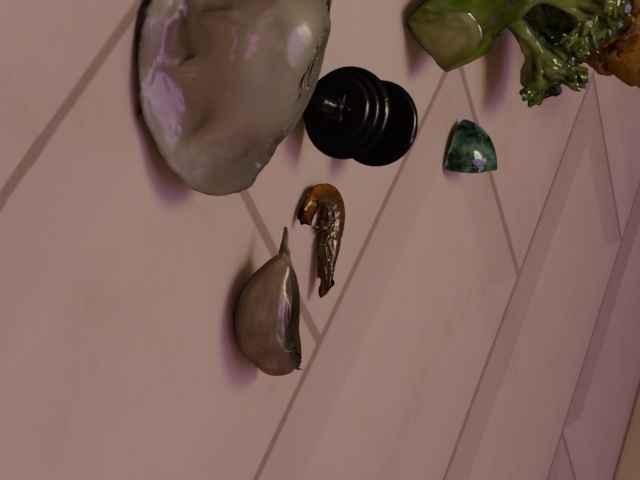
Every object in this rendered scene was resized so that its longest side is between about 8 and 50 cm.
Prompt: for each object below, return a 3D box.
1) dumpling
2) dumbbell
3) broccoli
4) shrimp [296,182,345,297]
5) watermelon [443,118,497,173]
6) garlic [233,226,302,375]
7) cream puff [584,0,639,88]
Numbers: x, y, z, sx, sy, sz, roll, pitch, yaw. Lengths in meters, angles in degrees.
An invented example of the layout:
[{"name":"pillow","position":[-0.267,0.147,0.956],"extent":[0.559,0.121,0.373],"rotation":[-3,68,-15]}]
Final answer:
[{"name":"dumpling","position":[-0.079,-0.164,1.004],"extent":[0.172,0.142,0.247],"rotation":[18,86,-26]},{"name":"dumbbell","position":[0.044,-0.132,1.244],"extent":[0.208,0.099,0.099],"rotation":[7,90,-63]},{"name":"broccoli","position":[0.267,-0.386,1.539],"extent":[0.397,0.275,0.353],"rotation":[0,78,-42]},{"name":"shrimp","position":[0.000,0.000,1.269],"extent":[0.091,0.025,0.127],"rotation":[5,87,-62]},{"name":"watermelon","position":[0.204,-0.126,1.616],"extent":[0.085,0.085,0.061],"rotation":[-68,-171,-25]},{"name":"garlic","position":[-0.053,0.073,1.156],"extent":[0.084,0.066,0.152],"rotation":[-90,176,-62]},{"name":"cream puff","position":[0.466,-0.408,1.818],"extent":[0.327,0.231,0.343],"rotation":[-36,123,-77]}]
